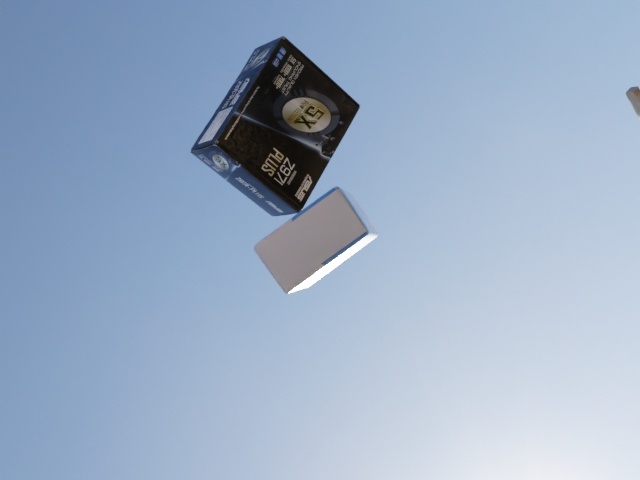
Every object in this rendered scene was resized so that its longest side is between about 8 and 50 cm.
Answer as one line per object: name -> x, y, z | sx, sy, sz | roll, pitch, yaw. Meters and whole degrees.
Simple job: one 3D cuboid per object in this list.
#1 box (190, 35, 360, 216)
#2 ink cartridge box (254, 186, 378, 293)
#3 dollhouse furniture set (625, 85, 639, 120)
box -> -0.056, -0.146, 1.188 | 0.147, 0.077, 0.180 | 39, -112, -25
ink cartridge box -> 0.000, 0.000, 0.808 | 0.088, 0.122, 0.052 | -36, -93, 6
dollhouse furniture set -> 0.448, -0.115, 0.934 | 0.303, 0.355, 0.174 | -41, -70, -18
